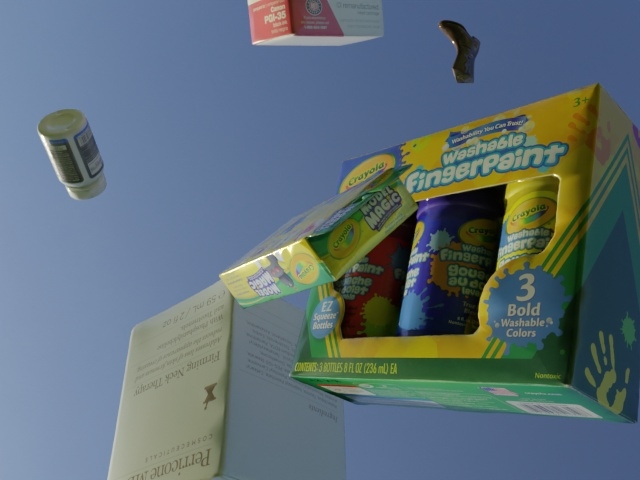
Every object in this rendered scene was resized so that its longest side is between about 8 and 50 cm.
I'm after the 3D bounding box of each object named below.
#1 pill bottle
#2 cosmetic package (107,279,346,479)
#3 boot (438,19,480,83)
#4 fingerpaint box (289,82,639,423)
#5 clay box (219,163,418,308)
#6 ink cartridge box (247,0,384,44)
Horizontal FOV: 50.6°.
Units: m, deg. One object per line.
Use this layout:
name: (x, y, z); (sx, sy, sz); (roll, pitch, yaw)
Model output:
pill bottle: (-0.401, -0.138, 1.106); (0.078, 0.137, 0.078); (-3, -136, 3)
cosmetic package: (-0.172, 0.344, 1.334); (0.329, 0.327, 0.394); (-28, -135, 30)
boot: (0.273, -0.377, 1.362); (0.106, 0.037, 0.114); (25, -116, -14)
fingerpaint box: (0.190, 0.034, 0.928); (0.444, 0.163, 0.371); (-10, -122, 47)
clay box: (0.000, 0.000, 0.672); (0.053, 0.127, 0.222); (56, -32, -9)
ink cartridge box: (-0.015, -0.467, 1.096); (0.117, 0.207, 0.283); (7, -75, 50)
